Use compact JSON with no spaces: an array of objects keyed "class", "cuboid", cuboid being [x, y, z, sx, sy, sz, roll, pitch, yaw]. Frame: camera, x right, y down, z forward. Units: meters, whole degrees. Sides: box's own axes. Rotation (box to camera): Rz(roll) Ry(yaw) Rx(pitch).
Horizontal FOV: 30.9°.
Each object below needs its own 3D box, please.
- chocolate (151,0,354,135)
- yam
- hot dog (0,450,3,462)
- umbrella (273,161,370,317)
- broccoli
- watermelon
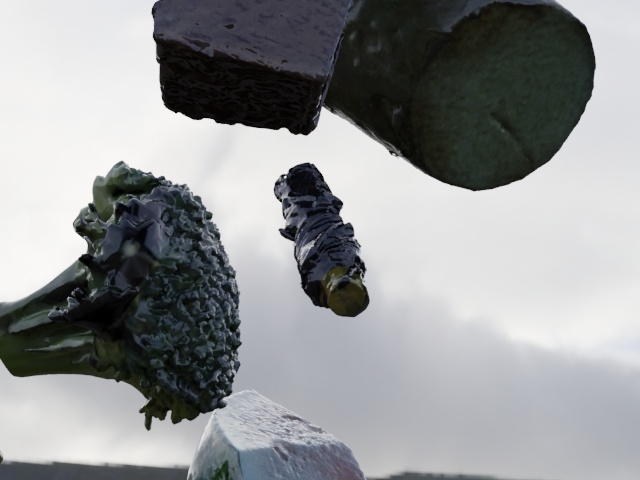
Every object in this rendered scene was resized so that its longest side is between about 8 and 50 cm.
[{"class":"chocolate","cuboid":[-0.007,-0.228,0.742,0.112,0.321,0.112,16,-20,2]},{"class":"yam","cuboid":[0.047,-0.169,0.893,0.304,0.168,0.168,38,-4,29]},{"class":"hot dog","cuboid":[-0.385,0.215,1.268,0.090,0.034,0.030,48,-11,5]},{"class":"umbrella","cuboid":[0.000,0.000,0.618,0.037,0.040,0.144,2,25,-12]},{"class":"broccoli","cuboid":[-0.202,0.052,1.081,0.244,0.262,0.247,-19,-10,16]},{"class":"watermelon","cuboid":[-0.043,0.284,1.261,0.214,0.289,0.319,-7,-49,-1]}]
